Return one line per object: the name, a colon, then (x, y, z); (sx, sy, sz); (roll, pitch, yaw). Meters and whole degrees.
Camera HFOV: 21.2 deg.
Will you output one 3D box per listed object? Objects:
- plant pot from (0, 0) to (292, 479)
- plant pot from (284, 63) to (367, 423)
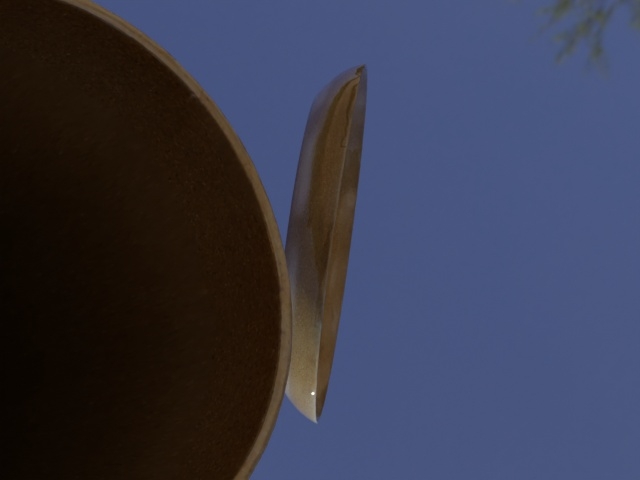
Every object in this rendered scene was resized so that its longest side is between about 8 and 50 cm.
plant pot: (-0.182, 0.042, 0.732); (0.237, 0.254, 0.237); (15, -114, -36)
plant pot: (0.000, 0.000, 1.119); (0.032, 0.236, 0.236); (8, -141, 4)
